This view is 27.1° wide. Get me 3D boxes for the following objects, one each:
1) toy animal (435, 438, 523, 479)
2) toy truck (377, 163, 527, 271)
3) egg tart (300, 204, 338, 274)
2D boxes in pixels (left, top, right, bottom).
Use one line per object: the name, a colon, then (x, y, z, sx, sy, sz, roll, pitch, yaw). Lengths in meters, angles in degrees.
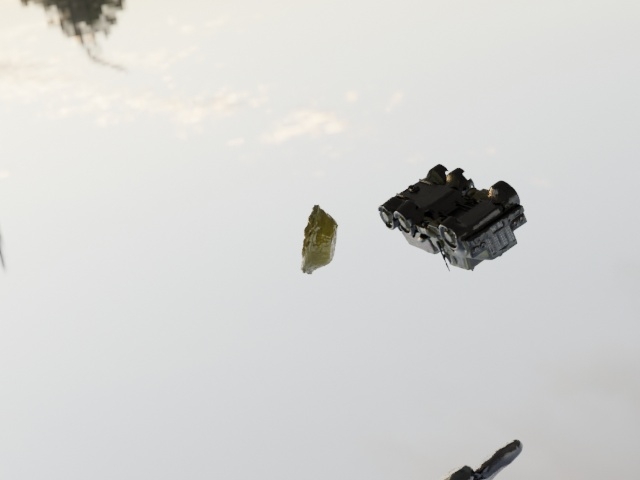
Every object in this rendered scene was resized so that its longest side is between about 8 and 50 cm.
toy animal: (0.059, 0.250, 0.699, 0.225, 0.284, 0.302, -27, -178, -28)
toy truck: (0.201, -0.023, 1.975, 0.127, 0.127, 0.257, -32, -161, -17)
egg tart: (0.000, 0.000, 1.803, 0.039, 0.105, 0.105, 8, -157, 8)
